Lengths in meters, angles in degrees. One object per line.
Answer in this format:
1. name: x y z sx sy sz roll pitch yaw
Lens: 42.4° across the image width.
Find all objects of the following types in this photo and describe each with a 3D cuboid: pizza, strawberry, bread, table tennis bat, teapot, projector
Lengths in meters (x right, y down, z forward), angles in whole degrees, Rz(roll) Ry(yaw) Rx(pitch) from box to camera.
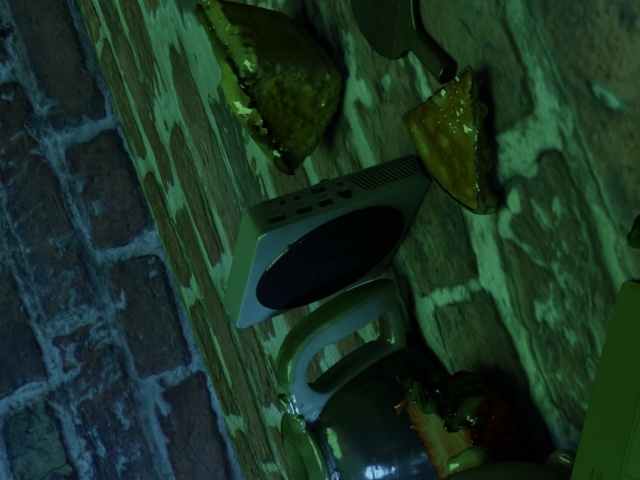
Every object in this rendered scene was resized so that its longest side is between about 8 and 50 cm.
1. pizza: 0.156 -0.137 0.966 0.185 0.036 0.176 50 147 44
2. strawberry: 0.205 0.266 1.080 0.188 0.106 0.286 22 140 59
3. bread: -0.073 -0.253 1.238 0.204 0.162 0.262 55 174 31
4. table tennis bat: 0.095 -0.273 1.022 0.234 0.022 0.131 58 153 33
5. teapot: 0.065 0.257 1.209 0.239 0.239 0.322 51 148 37
6. projector: 0.000 0.000 1.132 0.079 0.257 0.259 59 154 23

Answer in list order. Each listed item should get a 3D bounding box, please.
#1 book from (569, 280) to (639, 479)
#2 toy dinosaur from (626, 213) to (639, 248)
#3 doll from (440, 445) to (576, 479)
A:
1. book: 0.340 0.168 0.650 0.352 0.035 0.239 14 90 68
2. toy dinosaur: 0.299 -0.021 0.514 0.087 0.447 0.301 35 120 -2
3. doll: 0.222 0.406 0.919 0.247 0.247 0.350 13 115 63
